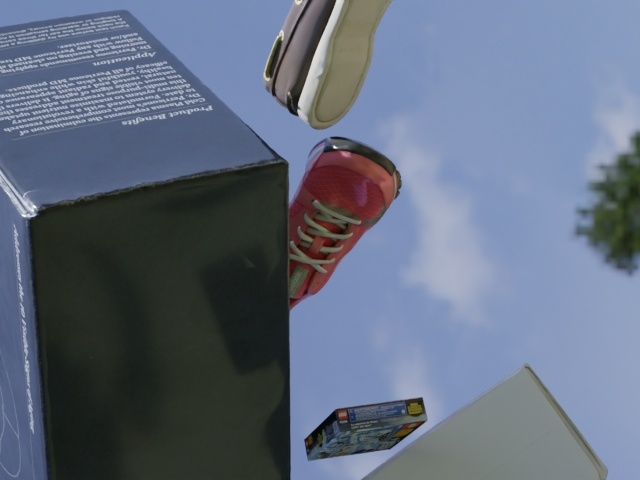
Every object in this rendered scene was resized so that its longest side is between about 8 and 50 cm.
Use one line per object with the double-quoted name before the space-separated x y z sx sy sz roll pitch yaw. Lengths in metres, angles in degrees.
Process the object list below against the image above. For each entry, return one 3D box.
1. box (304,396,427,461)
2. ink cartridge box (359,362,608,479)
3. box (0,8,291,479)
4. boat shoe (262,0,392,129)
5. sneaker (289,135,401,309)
"box" 0.044 0.193 1.924 0.137 0.094 0.027 128 134 -66
"ink cartridge box" 0.163 0.294 2.200 0.160 0.279 0.385 54 176 7
"box" -0.257 0.052 2.143 0.297 0.472 0.480 -12 -59 -21
"boat shoe" 0.029 -0.286 2.097 0.116 0.096 0.324 -7 -54 -53
"sneaker" 0.000 0.000 2.190 0.314 0.116 0.136 -53 14 54
